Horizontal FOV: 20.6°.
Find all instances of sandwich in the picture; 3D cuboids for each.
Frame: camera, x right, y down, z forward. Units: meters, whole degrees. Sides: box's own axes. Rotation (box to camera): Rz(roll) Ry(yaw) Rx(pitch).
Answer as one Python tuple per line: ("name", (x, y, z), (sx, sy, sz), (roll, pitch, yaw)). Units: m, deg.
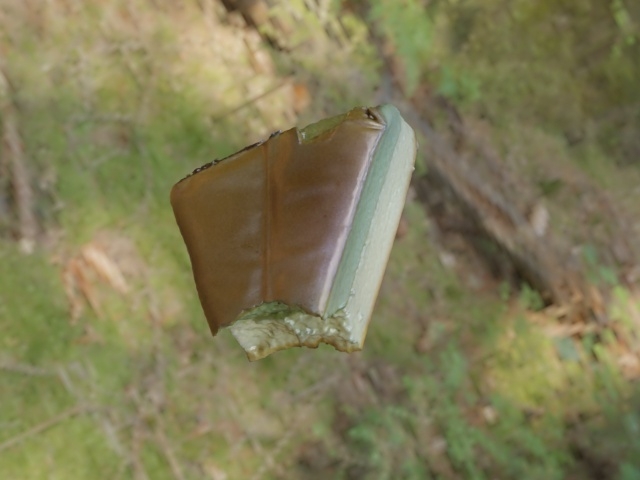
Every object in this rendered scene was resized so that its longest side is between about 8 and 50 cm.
("sandwich", (0.000, 0.000, 1.554), (0.108, 0.220, 0.186), (48, 20, -61))
